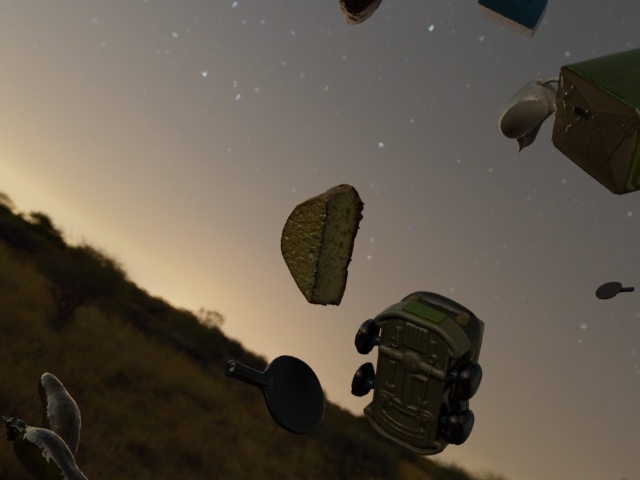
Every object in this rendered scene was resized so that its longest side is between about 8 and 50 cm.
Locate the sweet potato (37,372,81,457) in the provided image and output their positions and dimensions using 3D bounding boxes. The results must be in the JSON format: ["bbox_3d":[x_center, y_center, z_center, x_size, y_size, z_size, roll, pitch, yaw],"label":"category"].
[{"bbox_3d":[-0.499,0.328,1.381,0.077,0.077,0.243,41,10,-39],"label":"sweet potato"}]

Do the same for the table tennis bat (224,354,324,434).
[{"bbox_3d":[-0.077,0.272,1.334,0.236,0.150,0.027,30,-44,-34],"label":"table tennis bat"}]

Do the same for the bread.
[{"bbox_3d":[-0.008,0.003,1.507,0.134,0.260,0.129,15,11,38],"label":"bread"}]

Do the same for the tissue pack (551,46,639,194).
[{"bbox_3d":[0.553,-0.210,1.171,0.200,0.275,0.167,-121,-158,-50],"label":"tissue pack"}]

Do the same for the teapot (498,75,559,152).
[{"bbox_3d":[0.631,-0.382,2.112,0.165,0.208,0.300,64,-24,5],"label":"teapot"}]

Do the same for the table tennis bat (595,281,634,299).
[{"bbox_3d":[0.604,0.102,1.483,0.007,0.050,0.083,52,-30,-19],"label":"table tennis bat"}]

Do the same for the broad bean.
[{"bbox_3d":[-0.372,0.356,1.048,0.339,0.077,0.061,40,24,33],"label":"broad bean"}]

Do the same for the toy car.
[{"bbox_3d":[0.183,0.195,1.160,0.204,0.198,0.247,21,-61,30],"label":"toy car"}]

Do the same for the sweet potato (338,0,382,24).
[{"bbox_3d":[0.074,-0.456,1.292,0.097,0.097,0.251,31,-7,1],"label":"sweet potato"}]

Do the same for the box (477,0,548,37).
[{"bbox_3d":[0.436,-0.529,1.639,0.139,0.073,0.194,29,15,9],"label":"box"}]
